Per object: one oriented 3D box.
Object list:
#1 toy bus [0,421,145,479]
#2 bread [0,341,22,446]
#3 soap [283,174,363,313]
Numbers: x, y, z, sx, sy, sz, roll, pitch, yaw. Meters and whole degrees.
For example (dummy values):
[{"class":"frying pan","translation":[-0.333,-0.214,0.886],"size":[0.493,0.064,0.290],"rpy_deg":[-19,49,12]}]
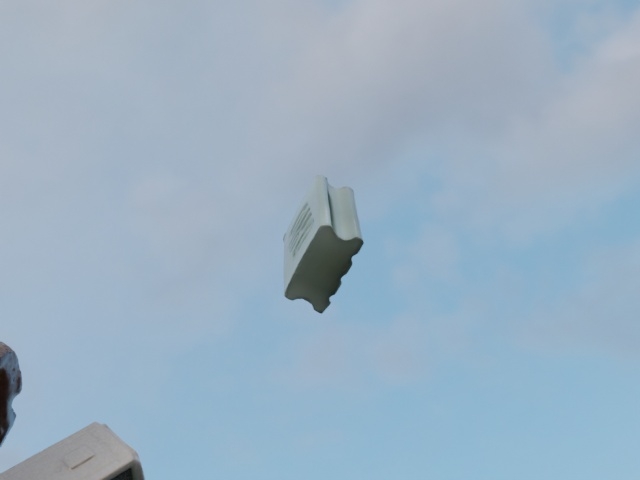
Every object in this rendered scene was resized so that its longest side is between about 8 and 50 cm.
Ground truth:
[{"class":"toy bus","translation":[-0.319,0.308,0.914],"size":[0.342,0.097,0.138],"rpy_deg":[-27,-48,-36]},{"class":"bread","translation":[-0.479,0.191,1.180],"size":[0.135,0.247,0.232],"rpy_deg":[11,-76,22]},{"class":"soap","translation":[0.000,0.000,1.313],"size":[0.066,0.198,0.119],"rpy_deg":[26,-71,-12]}]
